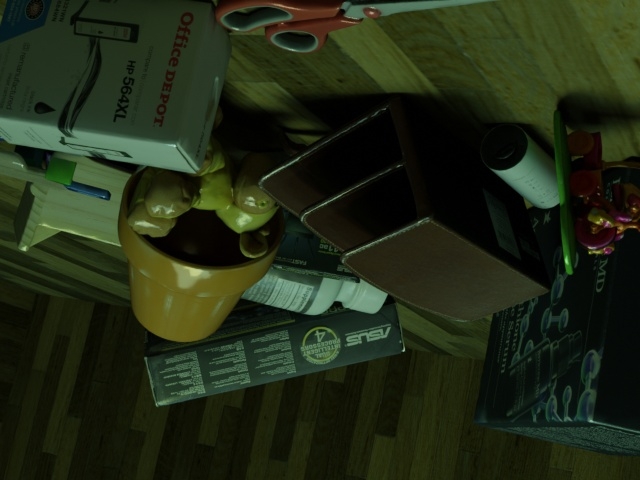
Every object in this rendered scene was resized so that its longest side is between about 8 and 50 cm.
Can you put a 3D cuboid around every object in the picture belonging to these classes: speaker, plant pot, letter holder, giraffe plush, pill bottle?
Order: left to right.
[{"bbox_3d":[-0.166,0.024,1.513,0.205,0.205,0.188,14,134,-7],"label":"plant pot"},{"bbox_3d":[-0.119,-0.066,1.382,0.170,0.181,0.210,24,174,-16],"label":"giraffe plush"},{"bbox_3d":[-0.056,0.009,1.710,0.318,0.176,0.176,14,169,-11],"label":"pill bottle"},{"bbox_3d":[0.093,-0.005,1.348,0.214,0.152,0.302,-26,150,25],"label":"letter holder"},{"bbox_3d":[0.226,-0.080,1.289,0.055,0.055,0.136,5,167,33],"label":"speaker"}]

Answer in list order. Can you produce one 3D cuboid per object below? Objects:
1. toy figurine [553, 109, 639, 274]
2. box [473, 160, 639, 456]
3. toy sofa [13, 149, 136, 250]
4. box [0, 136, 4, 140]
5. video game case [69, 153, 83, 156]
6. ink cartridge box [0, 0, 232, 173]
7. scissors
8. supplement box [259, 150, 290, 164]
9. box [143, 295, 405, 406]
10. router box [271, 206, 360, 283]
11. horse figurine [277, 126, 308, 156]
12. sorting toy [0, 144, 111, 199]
[{"bbox_3d":[0.312,-0.053,1.131,0.159,0.173,0.130,-5,147,15],"label":"toy figurine"},{"bbox_3d":[0.366,0.103,1.434,0.212,0.294,0.395,14,168,-9],"label":"box"},{"bbox_3d":[-0.295,-0.041,1.875,0.362,0.177,0.150,16,-169,-21],"label":"toy sofa"},{"bbox_3d":[-0.467,-0.173,1.427,0.136,0.036,0.225,1,164,43],"label":"box"},{"bbox_3d":[-0.454,-0.192,1.503,0.329,0.036,0.300,15,168,-11],"label":"video game case"},{"bbox_3d":[-0.203,-0.158,1.119,0.203,0.148,0.086,9,166,12],"label":"ink cartridge box"},{"bbox_3d":[0.024,-0.199,1.001,0.109,0.021,0.297,23,166,-37],"label":"scissors"},{"bbox_3d":[-0.041,-0.080,1.568,0.083,0.056,0.083,1,165,44],"label":"supplement box"},{"bbox_3d":[-0.087,0.132,1.913,0.395,0.097,0.318,-12,-166,-6],"label":"box"},{"bbox_3d":[0.000,0.000,1.531,0.122,0.092,0.038,9,169,10],"label":"router box"},{"bbox_3d":[0.062,-0.072,1.482,0.263,0.066,0.174,19,173,-41],"label":"horse figurine"},{"bbox_3d":[-0.457,-0.125,1.636,0.347,0.047,0.196,14,176,9],"label":"sorting toy"}]
